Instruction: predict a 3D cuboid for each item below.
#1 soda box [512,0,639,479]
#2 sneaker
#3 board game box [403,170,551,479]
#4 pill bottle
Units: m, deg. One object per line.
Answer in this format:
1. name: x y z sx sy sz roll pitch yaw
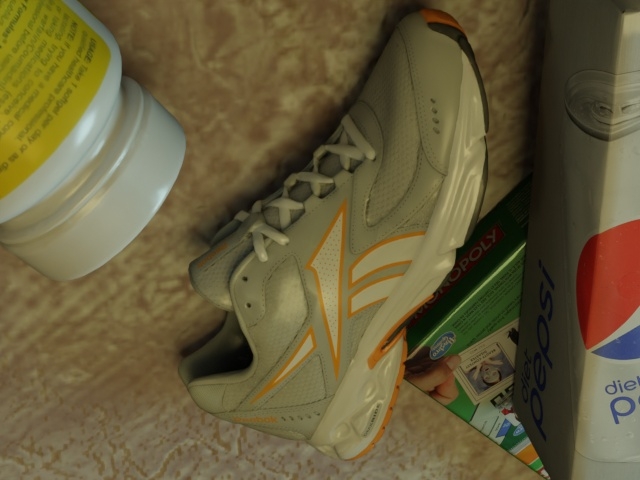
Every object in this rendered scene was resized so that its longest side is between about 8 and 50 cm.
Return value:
1. soda box: 0.162 -0.005 0.789 0.091 0.098 0.286 -6 122 -11
2. sneaker: 0.000 0.000 0.806 0.121 0.099 0.262 11 116 -16
3. board game box: 0.214 0.008 0.895 0.317 0.046 0.213 -45 121 13
4. pill bottle: -0.165 -0.080 0.695 0.119 0.119 0.208 -41 121 11
